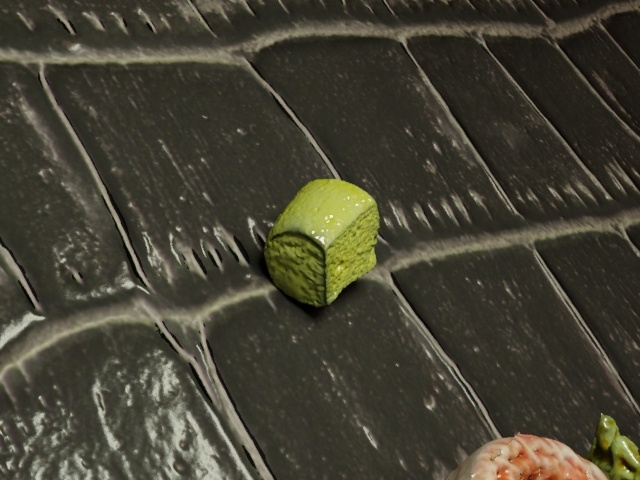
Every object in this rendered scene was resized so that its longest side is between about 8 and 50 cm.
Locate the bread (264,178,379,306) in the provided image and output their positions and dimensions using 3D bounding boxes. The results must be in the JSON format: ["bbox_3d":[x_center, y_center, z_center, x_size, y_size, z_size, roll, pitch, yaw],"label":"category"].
[{"bbox_3d":[0.000,0.000,1.128,0.111,0.129,0.114,14,40,27],"label":"bread"}]

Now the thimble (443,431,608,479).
[{"bbox_3d":[0.204,0.325,0.968,0.239,0.162,0.239,22,43,-22],"label":"thimble"}]

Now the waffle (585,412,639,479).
[{"bbox_3d":[0.347,0.311,1.060,0.054,0.223,0.204,-28,54,-9],"label":"waffle"}]
